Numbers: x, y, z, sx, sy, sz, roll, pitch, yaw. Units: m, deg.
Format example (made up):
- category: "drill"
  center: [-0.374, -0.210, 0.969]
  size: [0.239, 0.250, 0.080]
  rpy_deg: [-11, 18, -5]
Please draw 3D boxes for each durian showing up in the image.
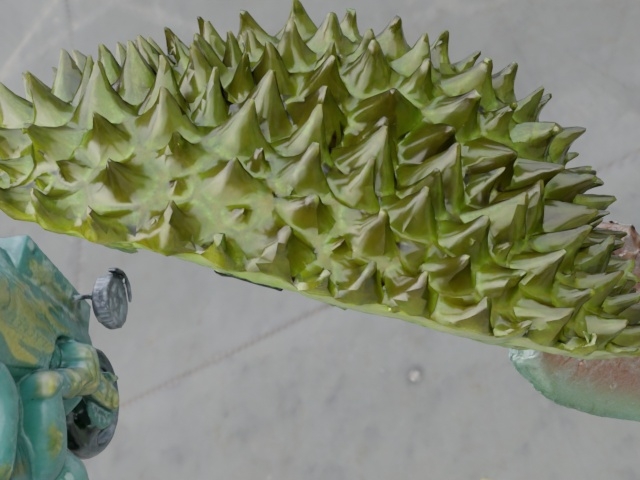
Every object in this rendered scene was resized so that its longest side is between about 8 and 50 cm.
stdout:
- category: "durian"
  center: [-0.002, -0.006, 0.551]
  size: [0.169, 0.355, 0.157]
  rpy_deg: [111, 173, -51]

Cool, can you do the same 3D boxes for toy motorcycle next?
- category: "toy motorcycle"
  center: [-0.202, 0.085, 0.767]
  size: [0.109, 0.296, 0.198]
  rpy_deg: [-6, 55, 18]

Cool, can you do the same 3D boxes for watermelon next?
- category: "watermelon"
  center: [0.165, 0.056, 0.705]
  size: [0.080, 0.155, 0.101]
  rpy_deg: [-4, 46, 48]
